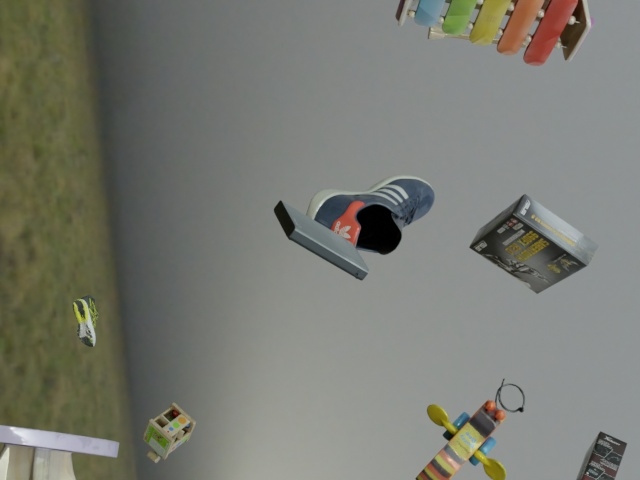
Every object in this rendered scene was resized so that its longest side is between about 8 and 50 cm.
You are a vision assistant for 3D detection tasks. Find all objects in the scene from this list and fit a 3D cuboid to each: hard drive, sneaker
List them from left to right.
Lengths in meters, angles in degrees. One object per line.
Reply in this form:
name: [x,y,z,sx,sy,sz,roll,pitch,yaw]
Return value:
sneaker: [-0.345,0.120,1.555,0.035,0.031,0.083,-40,134,-50]
hard drive: [0.000,0.000,1.462,0.022,0.135,0.094,-53,-152,13]
sneaker: [0.134,-0.039,2.059,0.148,0.350,0.131,33,-57,36]

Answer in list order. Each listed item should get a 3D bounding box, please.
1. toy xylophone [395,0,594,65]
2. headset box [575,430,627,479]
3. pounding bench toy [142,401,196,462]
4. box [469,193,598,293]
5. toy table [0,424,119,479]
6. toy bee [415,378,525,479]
toy xylophone: [0.289,-0.375,1.747,0.236,0.323,0.081,85,14,-66]
headset box: [0.284,0.250,1.078,0.083,0.032,0.062,-58,165,-29]
pounding bench toy: [-0.245,0.314,1.673,0.052,0.065,0.083,39,-49,16]
box: [0.431,0.012,2.123,0.056,0.183,0.231,-56,-177,-22]
toy table: [-0.483,0.397,1.727,0.252,0.274,0.161,139,-41,-72]
toy bee: [0.308,0.380,2.110,0.162,0.195,0.298,97,16,-66]
